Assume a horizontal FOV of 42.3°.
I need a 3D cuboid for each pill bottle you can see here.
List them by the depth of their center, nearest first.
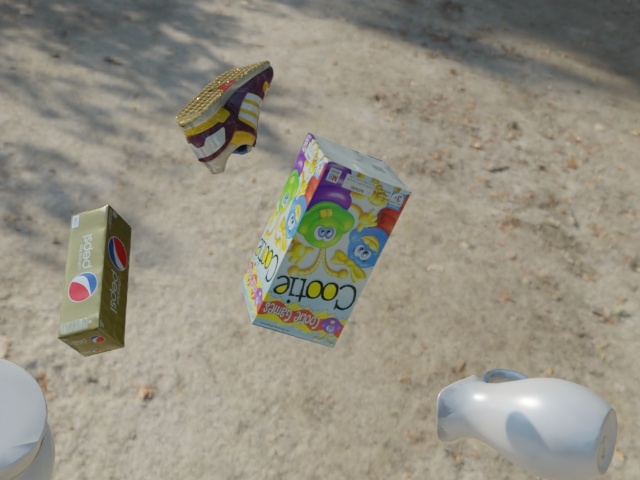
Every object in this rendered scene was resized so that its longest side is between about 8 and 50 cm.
[{"bbox_3d":[-0.511,0.349,1.189,0.229,0.408,0.229,16,44,-16],"label":"pill bottle"}]

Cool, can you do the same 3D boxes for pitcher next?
[{"bbox_3d":[0.282,0.226,1.087,0.207,0.126,0.177,8,24,35],"label":"pitcher"}]

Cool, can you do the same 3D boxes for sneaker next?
[{"bbox_3d":[-0.103,-0.149,0.990,0.069,0.084,0.185,-7,29,34],"label":"sneaker"}]

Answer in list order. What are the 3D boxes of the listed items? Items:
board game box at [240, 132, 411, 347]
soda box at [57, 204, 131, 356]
[{"bbox_3d":[0.000,0.000,1.271,0.142,0.275,0.144,18,18,-21],"label":"board game box"},{"bbox_3d":[-0.280,0.049,1.034,0.058,0.061,0.181,-14,55,14],"label":"soda box"}]
